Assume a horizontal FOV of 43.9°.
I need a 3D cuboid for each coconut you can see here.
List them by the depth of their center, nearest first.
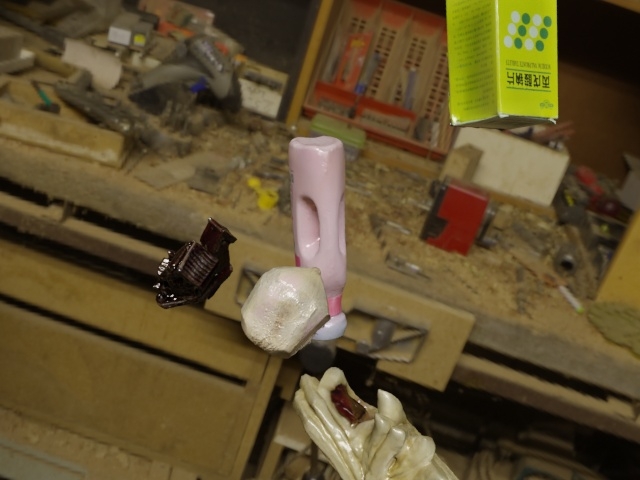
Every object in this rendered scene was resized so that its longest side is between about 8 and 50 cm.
[{"bbox_3d":[-0.038,0.087,1.030,0.110,0.124,0.110,36,8,-6],"label":"coconut"}]

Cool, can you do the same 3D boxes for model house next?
[{"bbox_3d":[-0.276,0.041,1.749,0.141,0.164,0.203,14,47,23],"label":"model house"}]

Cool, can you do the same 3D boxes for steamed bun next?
[{"bbox_3d":[0.135,0.399,1.424,0.428,0.189,0.247,50,10,-3],"label":"steamed bun"}]

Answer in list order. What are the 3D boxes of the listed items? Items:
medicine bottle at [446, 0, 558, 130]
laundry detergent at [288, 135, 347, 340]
[{"bbox_3d":[0.316,-0.320,1.375,0.137,0.250,0.141,-2,0,-31],"label":"medicine bottle"},{"bbox_3d":[0.000,0.000,1.319,0.087,0.335,0.159,-6,14,-10],"label":"laundry detergent"}]
